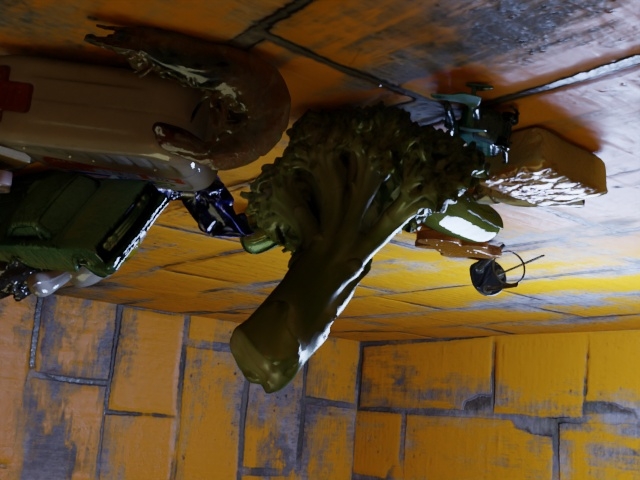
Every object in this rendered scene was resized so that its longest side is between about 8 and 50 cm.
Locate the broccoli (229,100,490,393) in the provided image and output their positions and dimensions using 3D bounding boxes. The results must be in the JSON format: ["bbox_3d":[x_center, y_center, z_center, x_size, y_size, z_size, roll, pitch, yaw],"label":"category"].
[{"bbox_3d":[-0.001,0.003,1.133,0.274,0.397,0.353,31,175,1],"label":"broccoli"}]

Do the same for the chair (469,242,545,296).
[{"bbox_3d":[0.418,0.076,1.951,0.104,0.095,0.221,18,166,-8],"label":"chair"}]

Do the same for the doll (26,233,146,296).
[{"bbox_3d":[-0.500,0.032,1.854,0.252,0.111,0.237,-34,179,4],"label":"doll"}]

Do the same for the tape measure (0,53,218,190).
[{"bbox_3d":[-0.265,-0.149,1.089,0.258,0.130,0.265,6,173,4],"label":"tape measure"}]

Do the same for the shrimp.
[{"bbox_3d":[-0.152,-0.167,0.961,0.251,0.144,0.052,19,-173,-17],"label":"shrimp"}]

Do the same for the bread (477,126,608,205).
[{"bbox_3d":[0.319,-0.102,1.224,0.188,0.068,0.125,15,163,-42],"label":"bread"}]

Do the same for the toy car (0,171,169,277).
[{"bbox_3d":[-0.345,-0.026,1.132,0.320,0.141,0.097,3,140,45],"label":"toy car"}]

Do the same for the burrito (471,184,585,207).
[{"bbox_3d":[0.345,-0.074,1.393,0.185,0.045,0.041,5,147,11],"label":"burrito"}]

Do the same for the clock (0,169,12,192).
[{"bbox_3d":[-0.590,-0.107,1.494,0.087,0.041,0.129,7,173,-29],"label":"clock"}]

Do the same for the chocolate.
[{"bbox_3d":[-0.233,-0.081,1.441,0.343,0.126,0.148,16,-158,-52],"label":"chocolate"}]

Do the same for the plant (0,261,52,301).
[{"bbox_3d":[-0.684,0.028,1.867,0.178,0.204,0.234,-26,160,-6],"label":"plant"}]

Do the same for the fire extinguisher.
[{"bbox_3d":[-0.524,-0.072,1.574,0.311,0.114,0.095,-7,-159,36],"label":"fire extinguisher"}]

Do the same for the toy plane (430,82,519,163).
[{"bbox_3d":[0.202,-0.152,1.081,0.096,0.060,0.235,15,175,15],"label":"toy plane"}]

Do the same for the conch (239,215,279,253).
[{"bbox_3d":[-0.105,-0.027,1.734,0.170,0.079,0.105,-21,163,28],"label":"conch"}]

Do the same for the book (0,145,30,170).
[{"bbox_3d":[-0.676,-0.149,1.470,0.295,0.020,0.208,-6,164,40],"label":"book"}]

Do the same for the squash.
[{"bbox_3d":[0.214,-0.056,1.425,0.094,0.095,0.341,-4,169,34],"label":"squash"}]

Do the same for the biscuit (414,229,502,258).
[{"bbox_3d":[0.286,0.003,1.799,0.165,0.036,0.250,-1,170,35],"label":"biscuit"}]
